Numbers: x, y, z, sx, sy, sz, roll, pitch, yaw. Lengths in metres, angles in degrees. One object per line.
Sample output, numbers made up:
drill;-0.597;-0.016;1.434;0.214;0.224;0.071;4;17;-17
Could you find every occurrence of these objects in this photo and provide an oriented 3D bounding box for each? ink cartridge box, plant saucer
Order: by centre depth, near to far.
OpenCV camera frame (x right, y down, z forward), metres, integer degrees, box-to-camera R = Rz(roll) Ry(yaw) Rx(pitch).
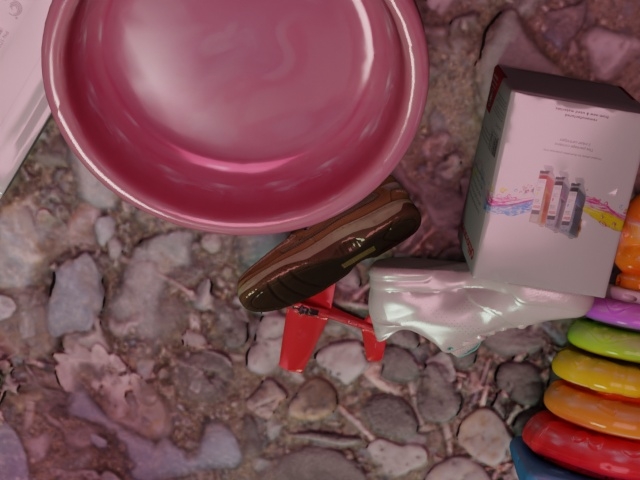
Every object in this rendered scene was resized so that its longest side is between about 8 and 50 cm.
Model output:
plant saucer;-0.072;-0.157;1.087;0.332;0.084;0.332;0;126;0
ink cartridge box;0.208;-0.055;1.133;0.127;0.128;0.176;10;109;-3

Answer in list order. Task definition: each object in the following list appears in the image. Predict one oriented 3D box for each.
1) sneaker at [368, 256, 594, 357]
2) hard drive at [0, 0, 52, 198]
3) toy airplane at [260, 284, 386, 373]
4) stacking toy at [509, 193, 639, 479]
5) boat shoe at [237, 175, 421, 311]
sneaker;0.151;0.069;1.178;0.212;0.080;0.094;4;102;14
hard drive;-0.387;-0.227;1.122;0.353;0.047;0.233;32;105;-10
toy airplane;0.012;0.075;1.227;0.151;0.028;0.151;0;107;0
stacking toy;0.293;0.102;1.189;0.166;0.175;0.301;9;94;0
boat shoe;0.000;0.000;1.187;0.190;0.072;0.068;-27;151;-3
